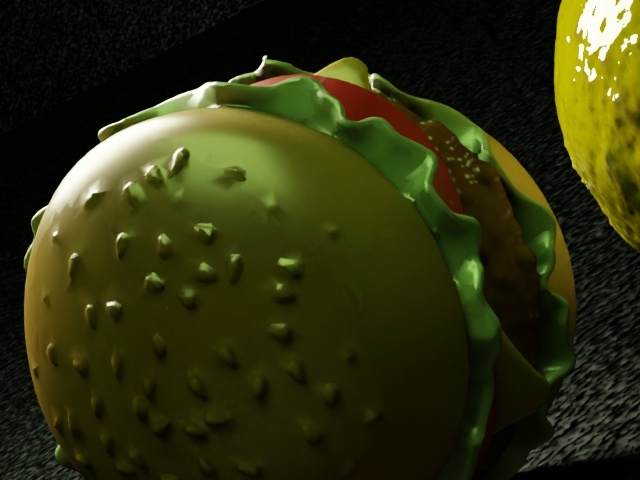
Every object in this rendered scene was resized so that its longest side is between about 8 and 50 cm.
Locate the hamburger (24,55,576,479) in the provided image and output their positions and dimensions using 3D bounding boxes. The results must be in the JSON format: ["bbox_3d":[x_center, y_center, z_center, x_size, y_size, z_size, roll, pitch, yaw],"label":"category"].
[{"bbox_3d":[-0.021,0.042,0.981,0.274,0.274,0.212,-22,-4,29],"label":"hamburger"}]

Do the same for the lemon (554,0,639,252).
[{"bbox_3d":[0.241,-0.087,0.986,0.253,0.253,0.310,-28,12,6],"label":"lemon"}]
